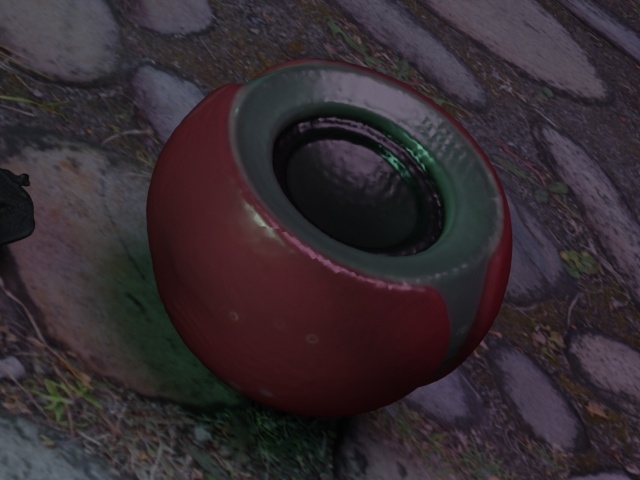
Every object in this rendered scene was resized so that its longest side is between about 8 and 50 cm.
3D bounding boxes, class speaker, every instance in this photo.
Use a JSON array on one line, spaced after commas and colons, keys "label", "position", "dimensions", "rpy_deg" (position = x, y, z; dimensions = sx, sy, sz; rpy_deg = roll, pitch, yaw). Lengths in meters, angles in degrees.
[{"label": "speaker", "position": [0.000, 0.000, 1.476], "dimensions": [0.294, 0.294, 0.294], "rpy_deg": [29, 30, -19]}]

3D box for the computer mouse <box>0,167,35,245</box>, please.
[{"label": "computer mouse", "position": [-0.298, -0.031, 1.377], "dimensions": [0.113, 0.068, 0.229], "rpy_deg": [39, 15, 26]}]
